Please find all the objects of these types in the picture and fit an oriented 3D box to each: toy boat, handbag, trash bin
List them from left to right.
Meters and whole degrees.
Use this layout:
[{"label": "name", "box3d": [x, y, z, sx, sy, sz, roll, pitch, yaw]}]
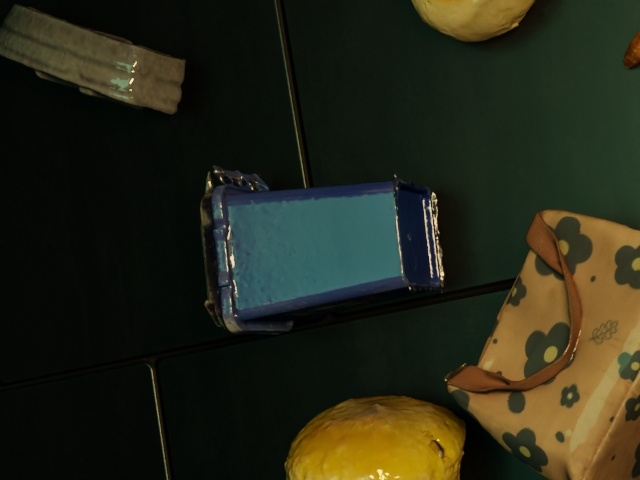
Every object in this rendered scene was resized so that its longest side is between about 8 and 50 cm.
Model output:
[{"label": "toy boat", "box3d": [-0.287, -0.218, 1.750, 0.283, 0.127, 0.078, 23, 99, 33]}, {"label": "trash bin", "box3d": [0.000, 0.000, 1.563, 0.234, 0.162, 0.184, -9, 84, 24]}, {"label": "handbag", "box3d": [0.261, 0.101, 1.392, 0.193, 0.190, 0.252, 31, 95, 34]}]

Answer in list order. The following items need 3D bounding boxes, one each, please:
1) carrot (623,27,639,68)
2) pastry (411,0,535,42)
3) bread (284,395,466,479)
[{"label": "carrot", "box3d": [0.344, -0.238, 1.438, 0.035, 0.035, 0.165, 43, 111, 24]}, {"label": "pastry", "box3d": [0.158, -0.283, 1.517, 0.156, 0.092, 0.156, -6, 77, 30]}, {"label": "bread", "box3d": [0.059, 0.251, 1.508, 0.197, 0.197, 0.171, 1, 102, 30]}]
